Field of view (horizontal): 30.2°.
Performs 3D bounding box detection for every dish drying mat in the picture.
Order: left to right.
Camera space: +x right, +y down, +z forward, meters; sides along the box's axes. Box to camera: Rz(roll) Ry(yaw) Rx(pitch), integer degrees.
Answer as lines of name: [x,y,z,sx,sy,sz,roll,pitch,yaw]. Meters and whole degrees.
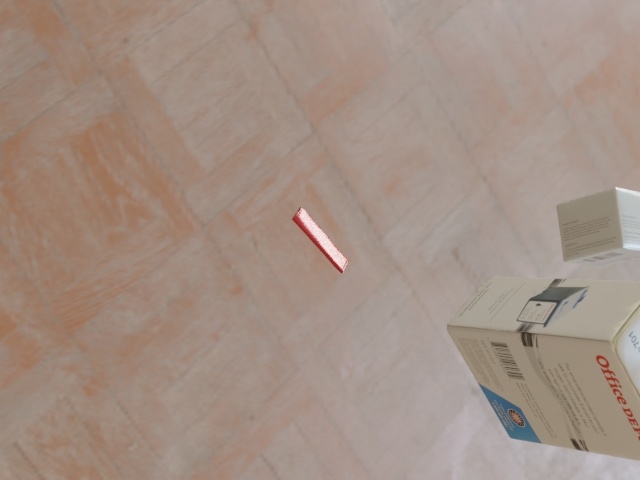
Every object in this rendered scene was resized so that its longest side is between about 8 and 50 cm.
dish drying mat: [0.000,0.000,1.332,0.083,0.008,0.032,49,26,-11]

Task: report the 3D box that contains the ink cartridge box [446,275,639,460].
ink cartridge box: [0.222,0.109,1.022,0.082,0.190,0.140,-44,115,-30]

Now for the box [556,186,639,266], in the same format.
box: [0.403,-0.017,1.660,0.102,0.101,0.087,6,73,-43]
